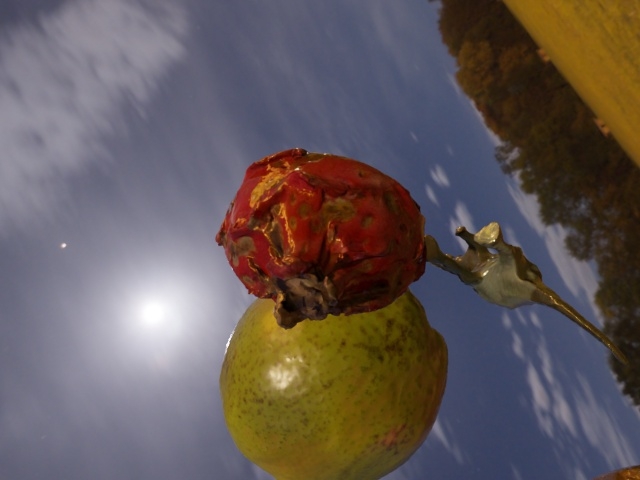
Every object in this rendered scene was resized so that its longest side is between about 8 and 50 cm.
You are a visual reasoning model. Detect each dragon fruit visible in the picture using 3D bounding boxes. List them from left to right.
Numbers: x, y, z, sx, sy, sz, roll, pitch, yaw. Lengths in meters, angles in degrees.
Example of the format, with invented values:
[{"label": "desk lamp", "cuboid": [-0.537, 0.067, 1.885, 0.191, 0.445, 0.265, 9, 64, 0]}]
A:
[{"label": "dragon fruit", "cuboid": [0.000, 0.000, 0.693, 0.261, 0.134, 0.212, 10, -142, 2]}]

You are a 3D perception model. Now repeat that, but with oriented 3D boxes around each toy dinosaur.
[{"label": "toy dinosaur", "cuboid": [0.241, 0.046, 0.825, 0.205, 0.092, 0.392, 36, 173, -39]}]

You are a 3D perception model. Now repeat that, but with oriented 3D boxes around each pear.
[{"label": "pear", "cuboid": [0.030, 0.207, 1.024, 0.391, 0.391, 0.391, 42, -154, -27]}]

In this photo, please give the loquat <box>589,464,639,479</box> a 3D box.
[{"label": "loquat", "cuboid": [0.395, 0.383, 0.750, 0.213, 0.213, 0.213, 42, -154, -27]}]
